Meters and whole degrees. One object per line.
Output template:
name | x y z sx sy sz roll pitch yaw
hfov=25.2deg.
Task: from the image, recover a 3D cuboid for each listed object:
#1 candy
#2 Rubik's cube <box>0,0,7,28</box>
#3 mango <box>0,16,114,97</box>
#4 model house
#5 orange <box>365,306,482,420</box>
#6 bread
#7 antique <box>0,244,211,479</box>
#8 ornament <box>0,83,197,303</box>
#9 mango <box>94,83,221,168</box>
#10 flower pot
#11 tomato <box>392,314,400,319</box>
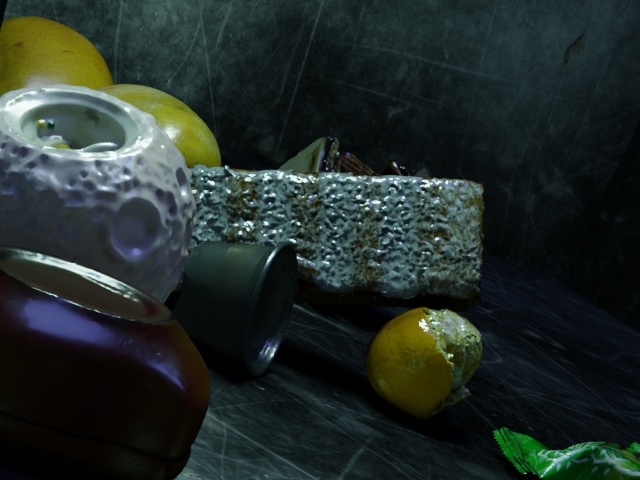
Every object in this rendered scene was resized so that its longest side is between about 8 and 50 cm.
candy | 0.316 0.278 1.741 0.203 0.078 0.141 11 -1 -12
Rubik's cube | -0.517 -0.203 1.536 0.283 0.289 0.293 11 15 -23
mango | -0.465 -0.238 2.368 0.263 0.221 0.378 27 16 -17
model house | 0.042 0.019 2.351 0.282 0.297 0.317 31 -33 -18
orange | 0.132 0.152 1.780 0.156 0.134 0.156 -17 -9 -3
bread | 0.000 0.000 1.796 0.416 0.165 0.113 2 -13 -8
antique | -0.214 0.090 1.133 0.278 0.129 0.223 24 9 15
ornament | -0.249 -0.019 1.381 0.259 0.225 0.259 10 29 -5
mango | -0.257 -0.114 1.989 0.221 0.199 0.384 50 -20 -14
flower pot | -0.100 0.066 1.640 0.106 0.158 0.157 15 5 15
tomato | 0.170 0.149 2.201 0.155 0.069 0.155 23 6 -3
